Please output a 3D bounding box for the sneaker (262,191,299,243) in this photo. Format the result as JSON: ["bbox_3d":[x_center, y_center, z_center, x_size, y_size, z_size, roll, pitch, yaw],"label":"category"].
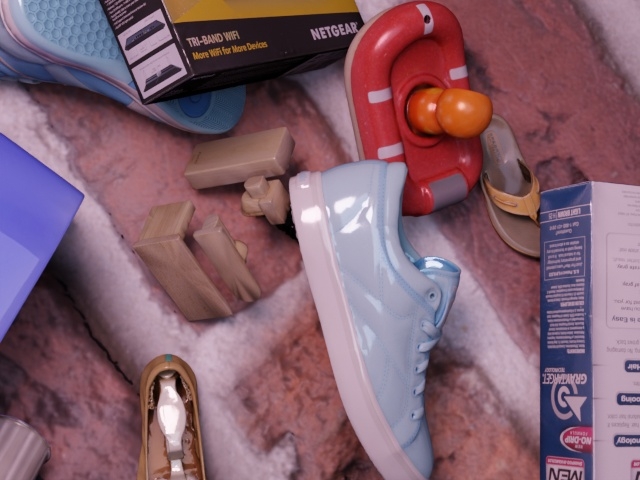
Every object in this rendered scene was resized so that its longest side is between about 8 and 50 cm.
[{"bbox_3d":[-0.001,0.000,1.479,0.170,0.051,0.089,8,80,-12],"label":"sneaker"}]

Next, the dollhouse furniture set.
[{"bbox_3d":[-0.090,-0.016,1.446,0.123,0.144,0.151,59,35,-38],"label":"dollhouse furniture set"}]

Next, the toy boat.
[{"bbox_3d":[0.123,-0.140,1.433,0.151,0.151,0.231,-21,105,-33],"label":"toy boat"}]

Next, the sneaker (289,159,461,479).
[{"bbox_3d":[0.084,0.090,1.402,0.150,0.135,0.365,-15,104,10],"label":"sneaker"}]

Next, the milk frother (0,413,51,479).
[{"bbox_3d":[-0.361,0.265,1.373,0.143,0.129,0.134,6,44,18],"label":"milk frother"}]

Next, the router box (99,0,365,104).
[{"bbox_3d":[-0.102,-0.283,1.385,0.309,0.081,0.243,-22,88,-52],"label":"router box"}]

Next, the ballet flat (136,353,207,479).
[{"bbox_3d":[-0.158,0.236,1.417,0.080,0.073,0.232,-7,86,-10],"label":"ballet flat"}]

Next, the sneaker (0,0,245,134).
[{"bbox_3d":[-0.243,-0.202,1.429,0.319,0.208,0.127,29,71,-43],"label":"sneaker"}]

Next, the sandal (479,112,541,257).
[{"bbox_3d":[0.219,-0.062,1.524,0.072,0.049,0.180,-22,89,-11],"label":"sandal"}]

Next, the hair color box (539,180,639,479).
[{"bbox_3d":[0.337,0.117,1.480,0.174,0.105,0.347,4,83,-25],"label":"hair color box"}]

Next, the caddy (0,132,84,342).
[{"bbox_3d":[-0.380,0.031,1.317,0.179,0.241,0.341,31,80,-12],"label":"caddy"}]
